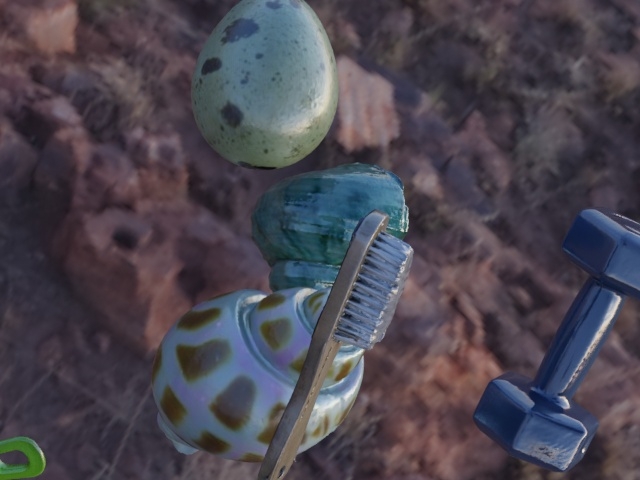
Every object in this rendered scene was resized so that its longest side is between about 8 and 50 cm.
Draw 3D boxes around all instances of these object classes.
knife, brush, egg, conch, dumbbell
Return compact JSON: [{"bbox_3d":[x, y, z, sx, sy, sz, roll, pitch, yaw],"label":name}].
[{"bbox_3d":[-0.241,0.135,0.933,0.166,0.078,0.022,-2,40,23],"label":"knife"},{"bbox_3d":[0.017,0.122,1.553,0.065,0.327,0.070,28,23,11],"label":"brush"},{"bbox_3d":[-0.064,-0.196,1.852,0.177,0.177,0.228,14,76,-21],"label":"egg"},{"bbox_3d":[-0.002,0.003,1.925,0.196,0.202,0.134,24,30,34],"label":"conch"},{"bbox_3d":[0.315,0.121,1.874,0.156,0.316,0.143,23,13,-11],"label":"dumbbell"},{"bbox_3d":[-0.064,0.153,1.787,0.249,0.368,0.197,-3,87,-51],"label":"conch"}]
